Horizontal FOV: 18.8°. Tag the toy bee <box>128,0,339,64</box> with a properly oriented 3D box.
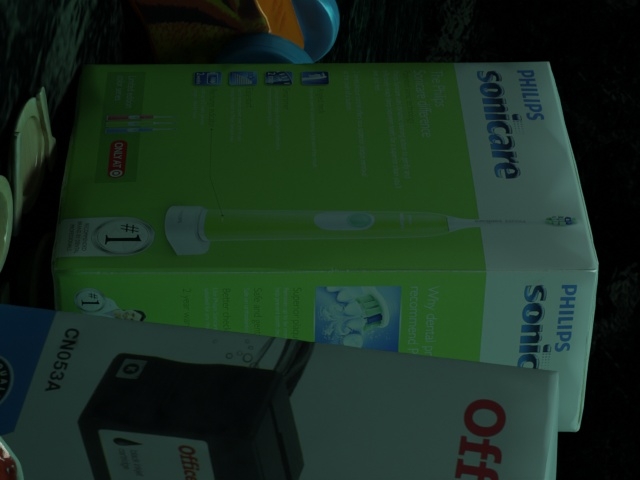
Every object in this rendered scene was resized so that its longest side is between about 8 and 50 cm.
[{"bbox_3d":[-0.065,-0.099,1.263,0.298,0.162,0.195,69,25,-13],"label":"toy bee"}]

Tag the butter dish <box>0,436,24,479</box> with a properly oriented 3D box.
[{"bbox_3d":[-0.178,0.100,0.677,0.160,0.118,0.160,57,3,-27],"label":"butter dish"}]

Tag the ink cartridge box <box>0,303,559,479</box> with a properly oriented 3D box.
[{"bbox_3d":[-0.056,0.160,0.861,0.129,0.307,0.223,88,12,-48],"label":"ink cartridge box"}]

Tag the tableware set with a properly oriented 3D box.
[{"bbox_3d":[-0.161,0.010,1.022,0.168,0.020,0.141,-70,164,-56],"label":"tableware set"}]

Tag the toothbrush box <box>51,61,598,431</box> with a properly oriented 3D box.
[{"bbox_3d":[0.000,0.000,1.094,0.206,0.283,0.122,-94,-178,-53],"label":"toothbrush box"}]
